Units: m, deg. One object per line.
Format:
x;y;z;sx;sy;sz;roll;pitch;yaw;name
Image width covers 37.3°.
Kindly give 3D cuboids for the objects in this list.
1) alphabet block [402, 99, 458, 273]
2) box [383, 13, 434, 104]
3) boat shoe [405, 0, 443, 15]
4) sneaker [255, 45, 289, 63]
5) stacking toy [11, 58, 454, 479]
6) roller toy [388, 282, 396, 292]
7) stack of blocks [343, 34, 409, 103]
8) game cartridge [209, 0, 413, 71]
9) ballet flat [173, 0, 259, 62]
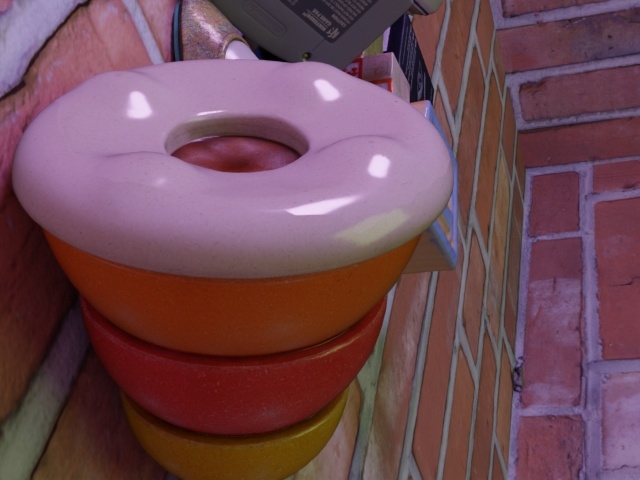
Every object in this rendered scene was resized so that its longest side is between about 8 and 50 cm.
0.087;-0.068;1.394;0.192;0.197;0.193;54;36;-55;alphabet block
0.124;-0.280;1.684;0.207;0.108;0.153;63;28;-46;box
0.048;-0.360;1.250;0.302;0.094;0.109;18;31;-47;boat shoe
-0.063;-0.185;1.211;0.087;0.083;0.221;-60;-168;29;sneaker
-0.077;0.100;0.865;0.350;0.350;0.480;-62;159;-57;stacking toy
0.000;0.000;1.143;0.146;0.191;0.209;-11;95;-69;roller toy
0.032;-0.207;1.323;0.087;0.171;0.297;51;37;-56;stack of blocks
-0.027;-0.320;1.123;0.294;0.196;0.060;31;21;-45;game cartridge
-0.087;-0.111;1.052;0.123;0.123;0.349;8;76;-69;ballet flat
